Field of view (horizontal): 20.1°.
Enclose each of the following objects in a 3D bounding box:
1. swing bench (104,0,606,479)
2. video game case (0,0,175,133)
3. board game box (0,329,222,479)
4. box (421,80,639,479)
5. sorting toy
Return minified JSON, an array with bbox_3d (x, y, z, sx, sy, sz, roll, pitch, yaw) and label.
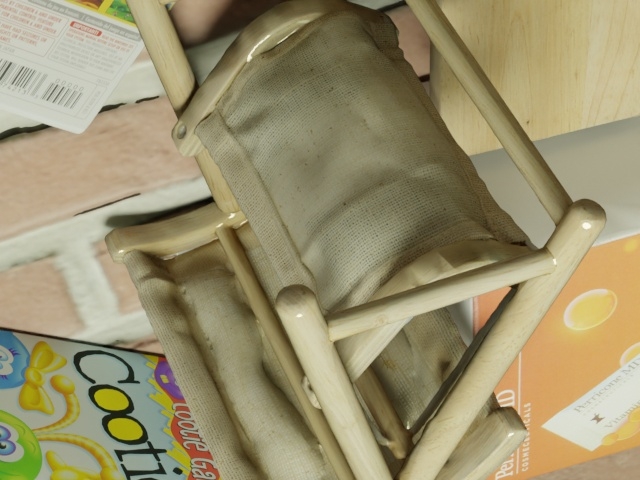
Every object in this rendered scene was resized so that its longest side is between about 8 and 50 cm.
[{"bbox_3d":[0.000,0.000,0.965,0.165,0.253,0.254,-16,145,-18],"label":"swing bench"},{"bbox_3d":[-0.167,-0.163,0.913,0.227,0.026,0.206,18,125,-35],"label":"video game case"},{"bbox_3d":[-0.201,0.156,1.141,0.275,0.142,0.144,12,128,-33],"label":"board game box"},{"bbox_3d":[0.229,-0.009,1.139,0.345,0.168,0.215,-15,138,-8],"label":"box"},{"bbox_3d":[0.173,-0.191,0.984,0.255,0.089,0.257,-14,138,-10],"label":"sorting toy"}]
